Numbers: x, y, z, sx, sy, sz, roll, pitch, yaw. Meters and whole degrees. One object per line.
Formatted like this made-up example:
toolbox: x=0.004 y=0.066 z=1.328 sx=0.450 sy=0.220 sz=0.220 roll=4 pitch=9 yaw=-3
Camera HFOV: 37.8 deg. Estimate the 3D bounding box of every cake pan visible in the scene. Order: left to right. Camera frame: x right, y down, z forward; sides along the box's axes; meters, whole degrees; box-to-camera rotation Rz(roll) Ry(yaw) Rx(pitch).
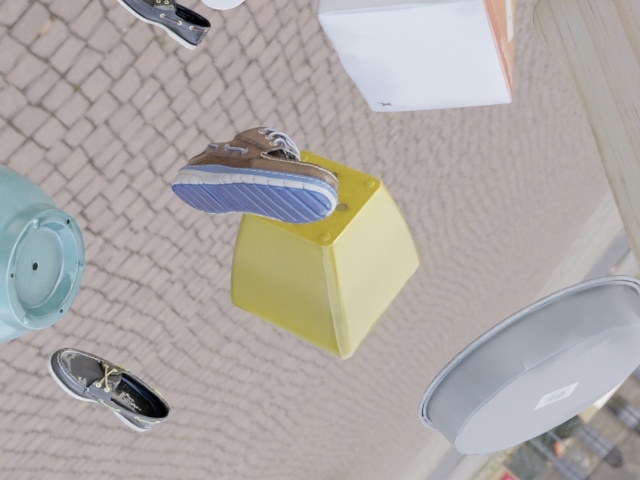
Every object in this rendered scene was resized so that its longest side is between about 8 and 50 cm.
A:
cake pan: x=0.249 y=0.150 z=1.043 sx=0.293 sy=0.054 sz=0.293 roll=-21 pitch=149 yaw=-13

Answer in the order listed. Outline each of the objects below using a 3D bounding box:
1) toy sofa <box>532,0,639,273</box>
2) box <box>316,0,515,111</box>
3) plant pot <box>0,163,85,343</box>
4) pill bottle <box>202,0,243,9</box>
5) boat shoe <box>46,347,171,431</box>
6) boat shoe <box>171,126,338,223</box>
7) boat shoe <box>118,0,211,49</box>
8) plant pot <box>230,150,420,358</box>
toy sofa: x=0.254 y=-0.031 z=0.455 sx=0.150 sy=0.362 sz=0.177 roll=1 pitch=153 yaw=-28
box: x=0.119 y=-0.345 z=1.027 sx=0.215 sy=0.168 sz=0.345 roll=46 pitch=47 yaw=-63
plant pot: x=-0.466 y=0.027 z=1.337 sx=0.293 sy=0.196 sz=0.293 roll=10 pitch=90 yaw=-69
pill bottle: x=-0.165 y=-0.437 z=1.417 sx=0.112 sy=0.186 sz=0.112 roll=-12 pitch=138 yaw=-11
boat shoe: x=-0.354 y=0.245 z=1.585 sx=0.069 sy=0.228 sz=0.081 roll=-26 pitch=-144 yaw=43
boat shoe: x=-0.052 y=-0.060 z=0.776 sx=0.066 sy=0.183 sz=0.066 roll=44 pitch=64 yaw=-42
boat shoe: x=-0.192 y=-0.279 z=1.125 sx=0.133 sy=0.049 sz=0.042 roll=26 pitch=122 yaw=-37
plant pot: x=0.000 y=0.000 z=1.327 sx=0.212 sy=0.212 sz=0.187 roll=-49 pitch=150 yaw=-32
